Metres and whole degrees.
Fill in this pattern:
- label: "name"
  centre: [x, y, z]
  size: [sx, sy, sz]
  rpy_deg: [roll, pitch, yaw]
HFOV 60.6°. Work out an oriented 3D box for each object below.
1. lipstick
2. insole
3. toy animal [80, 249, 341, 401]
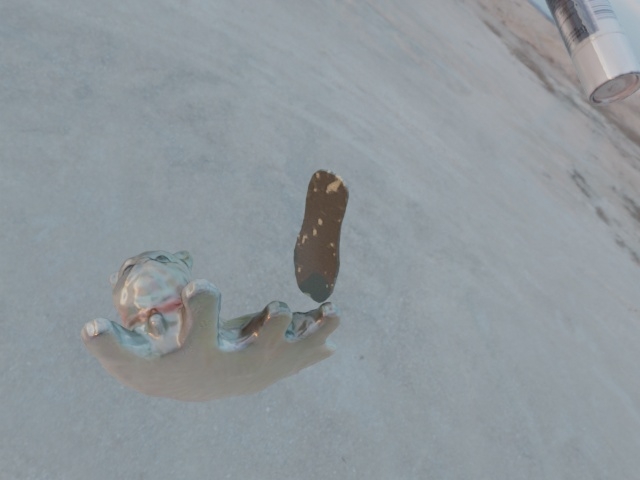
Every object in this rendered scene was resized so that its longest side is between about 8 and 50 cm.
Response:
- label: "lipstick"
  centre: [0.201, -0.173, 0.421]
  size: [0.040, 0.040, 0.141]
  rpy_deg: [7, 63, -42]
- label: "insole"
  centre: [0.000, 0.000, 0.814]
  size: [0.081, 0.248, 0.011]
  rpy_deg: [30, 44, 20]
- label: "toy animal"
  centre: [-0.143, 0.105, 0.786]
  size: [0.307, 0.266, 0.188]
  rpy_deg: [-26, 35, -12]
